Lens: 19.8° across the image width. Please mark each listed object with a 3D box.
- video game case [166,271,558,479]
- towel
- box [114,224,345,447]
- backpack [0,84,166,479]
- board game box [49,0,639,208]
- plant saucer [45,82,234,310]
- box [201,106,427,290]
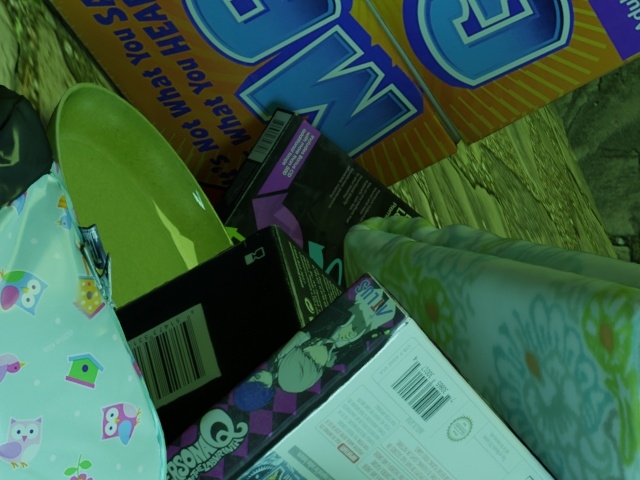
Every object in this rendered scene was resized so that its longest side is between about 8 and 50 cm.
[{"bbox_3d":[0.000,0.143,0.866,0.042,0.210,0.232,49,2,39],"label":"video game case"},{"bbox_3d":[0.136,0.159,1.053,0.374,0.090,0.320,14,-68,63],"label":"towel"},{"bbox_3d":[-0.041,0.093,0.924,0.158,0.156,0.093,43,23,-51],"label":"box"},{"bbox_3d":[-0.138,0.049,0.689,0.115,0.152,0.182,26,-39,60],"label":"backpack"},{"bbox_3d":[0.000,-0.287,1.331,0.356,0.356,0.356,53,18,-33],"label":"board game box"},{"bbox_3d":[-0.100,0.021,1.088,0.241,0.037,0.241,55,16,-25],"label":"plant saucer"},{"bbox_3d":[0.000,0.000,1.264,0.162,0.116,0.029,37,-10,-35],"label":"box"}]
